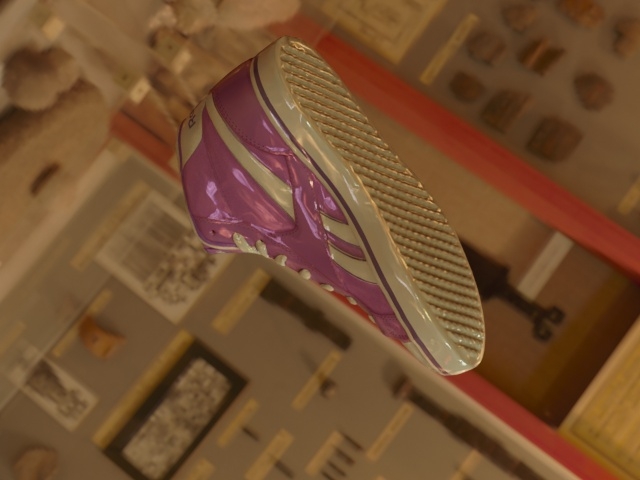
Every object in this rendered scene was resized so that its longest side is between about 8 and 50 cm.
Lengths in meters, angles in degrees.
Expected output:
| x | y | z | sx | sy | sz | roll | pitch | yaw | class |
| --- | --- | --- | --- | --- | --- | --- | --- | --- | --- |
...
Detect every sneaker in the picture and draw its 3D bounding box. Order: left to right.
| x | y | z | sx | sy | sz | roll | pitch | yaw | class |
| --- | --- | --- | --- | --- | --- | --- | --- | --- | --- |
| 0.000 | -0.001 | 0.957 | 0.161 | 0.282 | 0.102 | -33 | -178 | 32 | sneaker |
